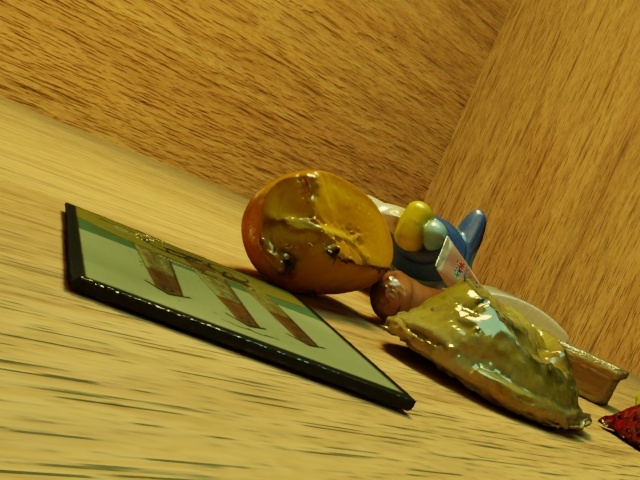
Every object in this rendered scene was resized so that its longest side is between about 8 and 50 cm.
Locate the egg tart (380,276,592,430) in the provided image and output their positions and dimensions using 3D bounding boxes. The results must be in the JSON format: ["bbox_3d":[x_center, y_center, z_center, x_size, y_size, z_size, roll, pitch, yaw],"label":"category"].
[{"bbox_3d":[0.179,0.110,0.878,0.252,0.098,0.232,27,4,-29],"label":"egg tart"}]

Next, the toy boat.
[{"bbox_3d":[0.367,0.186,1.318,0.188,0.061,0.116,26,4,28],"label":"toy boat"}]

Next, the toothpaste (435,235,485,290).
[{"bbox_3d":[0.211,0.087,1.150,0.042,0.067,0.195,-21,-65,36],"label":"toothpaste"}]

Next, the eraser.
[{"bbox_3d":[0.358,0.151,1.630,0.174,0.095,0.270,27,4,4],"label":"eraser"}]

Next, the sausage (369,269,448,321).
[{"bbox_3d":[0.137,0.085,1.135,0.078,0.078,0.304,26,6,32],"label":"sausage"}]

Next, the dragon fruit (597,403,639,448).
[{"bbox_3d":[0.397,0.215,0.987,0.131,0.063,0.097,23,3,-27],"label":"dragon fruit"}]

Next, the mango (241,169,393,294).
[{"bbox_3d":[0.000,0.000,0.980,0.153,0.126,0.252,-7,-13,17],"label":"mango"}]

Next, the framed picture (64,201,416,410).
[{"bbox_3d":[-0.086,0.040,0.687,0.244,0.013,0.324,23,2,-20],"label":"framed picture"}]

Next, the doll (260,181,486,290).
[{"bbox_3d":[0.121,0.023,1.410,0.375,0.187,0.365,7,2,-39],"label":"doll"}]

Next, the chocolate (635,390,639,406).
[{"bbox_3d":[0.706,0.295,1.359,0.288,0.137,0.300,22,3,-40],"label":"chocolate"}]
